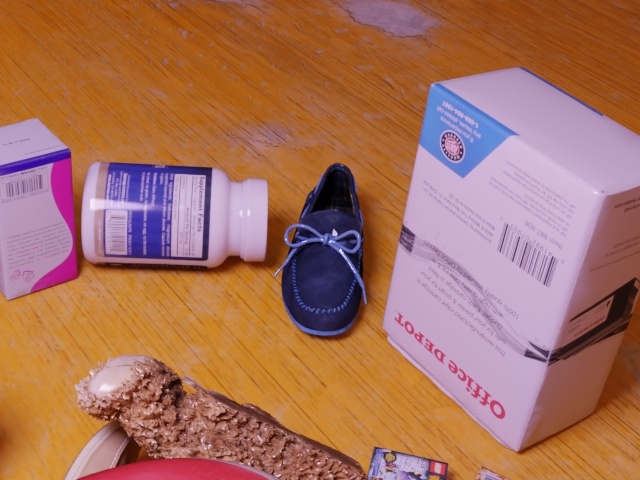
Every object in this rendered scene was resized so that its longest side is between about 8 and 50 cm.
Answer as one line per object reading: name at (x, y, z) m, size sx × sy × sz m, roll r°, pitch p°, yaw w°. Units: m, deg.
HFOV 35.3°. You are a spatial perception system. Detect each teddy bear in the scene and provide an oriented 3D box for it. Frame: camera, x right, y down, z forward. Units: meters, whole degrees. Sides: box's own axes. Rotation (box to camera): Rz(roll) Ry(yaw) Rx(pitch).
teddy bear at (-0.118, 0.230, 1.117) m, size 0.338 × 0.113 × 0.245 m, roll 29°, pitch -3°, yaw -18°

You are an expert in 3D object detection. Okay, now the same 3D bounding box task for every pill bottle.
pill bottle at (-0.212, -0.035, 1.492) m, size 0.265 × 0.153 × 0.153 m, roll 3°, pitch 35°, yaw -7°

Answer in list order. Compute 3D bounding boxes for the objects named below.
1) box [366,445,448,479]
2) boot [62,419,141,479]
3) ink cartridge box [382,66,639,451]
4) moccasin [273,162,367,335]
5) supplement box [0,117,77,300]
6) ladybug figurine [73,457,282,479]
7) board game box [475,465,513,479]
box at (0.095, 0.306, 1.171) m, size 0.094 × 0.027 × 0.137 m, roll 12°, pitch 35°, yaw 5°
boot at (-0.184, 0.313, 1.050) m, size 0.204 × 0.095 × 0.262 m, roll 11°, pitch 38°, yaw 10°
ink cartridge box at (0.250, 0.021, 1.284) m, size 0.166 × 0.394 × 0.285 m, roll -16°, pitch 42°, yaw -32°
moccasin at (0.000, 0.000, 1.507) m, size 0.138 × 0.116 × 0.342 m, roll 4°, pitch 35°, yaw -4°
supplement box at (-0.418, -0.043, 1.410) m, size 0.111 × 0.220 × 0.114 m, roll -19°, pitch 42°, yaw -33°
ladybug figurine at (-0.190, 0.324, 0.815) m, size 0.449 × 0.162 × 0.305 m, roll -29°, pitch 50°, yaw 11°
board game box at (0.241, 0.350, 1.118) m, size 0.194 × 0.045 × 0.147 m, roll 21°, pitch 38°, yaw 20°
